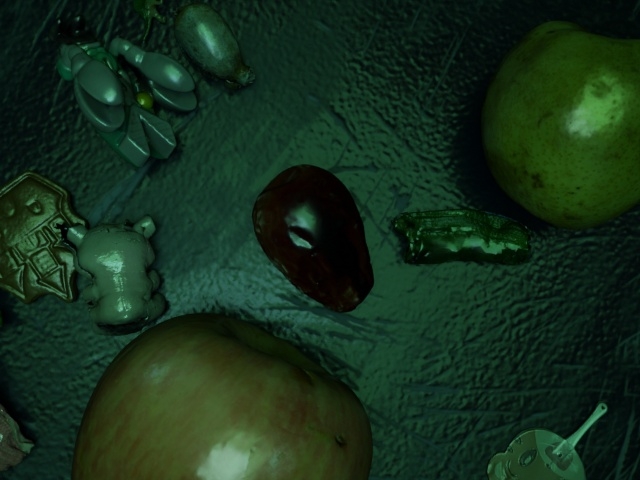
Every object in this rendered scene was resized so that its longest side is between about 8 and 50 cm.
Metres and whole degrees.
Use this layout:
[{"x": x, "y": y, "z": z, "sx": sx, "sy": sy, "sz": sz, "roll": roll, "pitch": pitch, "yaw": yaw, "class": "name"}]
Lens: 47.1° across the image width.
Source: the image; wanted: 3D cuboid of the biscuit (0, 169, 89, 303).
[{"x": -0.452, "y": 0.008, "z": 1.161, "sx": 0.182, "sy": 0.034, "sz": 0.215, "roll": -36, "pitch": 89, "yaw": -3, "class": "biscuit"}]

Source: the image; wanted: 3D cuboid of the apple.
[{"x": -0.140, "y": 0.287, "z": 0.989, "sx": 0.391, "sy": 0.391, "sz": 0.346, "roll": 32, "pitch": 89, "yaw": 0, "class": "apple"}]

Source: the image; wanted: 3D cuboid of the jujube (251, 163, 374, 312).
[{"x": 0.000, "y": 0.000, "z": 1.124, "sx": 0.168, "sy": 0.168, "sz": 0.236, "roll": -36, "pitch": 106, "yaw": -4, "class": "jujube"}]

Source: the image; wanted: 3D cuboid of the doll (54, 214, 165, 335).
[{"x": -0.315, "y": 0.051, "z": 1.131, "sx": 0.149, "sy": 0.095, "sz": 0.192, "roll": -13, "pitch": 85, "yaw": -13, "class": "doll"}]

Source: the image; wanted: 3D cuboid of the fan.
[{"x": 0.388, "y": 0.348, "z": 1.190, "sx": 0.227, "sy": 0.008, "sz": 0.152, "roll": -45, "pitch": 89, "yaw": -3, "class": "fan"}]

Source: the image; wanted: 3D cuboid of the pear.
[{"x": 0.386, "y": -0.165, "z": 1.080, "sx": 0.304, "sy": 0.304, "sz": 0.304, "roll": 0, "pitch": 87, "yaw": -2, "class": "pear"}]

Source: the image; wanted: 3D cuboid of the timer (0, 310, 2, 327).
[{"x": -0.548, "y": 0.109, "z": 1.125, "sx": 0.136, "sy": 0.099, "sz": 0.136, "roll": -1, "pitch": 98, "yaw": -9, "class": "timer"}]

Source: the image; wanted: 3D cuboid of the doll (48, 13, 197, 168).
[{"x": -0.318, "y": -0.233, "z": 1.116, "sx": 0.258, "sy": 0.153, "sz": 0.195, "roll": 34, "pitch": 50, "yaw": -12, "class": "doll"}]

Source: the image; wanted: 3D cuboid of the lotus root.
[{"x": -0.173, "y": -0.307, "z": 1.168, "sx": 0.088, "sy": 0.088, "sz": 0.165, "roll": -38, "pitch": 99, "yaw": -4, "class": "lotus root"}]

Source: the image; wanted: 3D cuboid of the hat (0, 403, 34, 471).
[{"x": -0.596, "y": 0.253, "z": 1.105, "sx": 0.237, "sy": 0.107, "sz": 0.286, "roll": -22, "pitch": 112, "yaw": -4, "class": "hat"}]

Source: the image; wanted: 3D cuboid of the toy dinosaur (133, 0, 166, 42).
[{"x": -0.281, "y": -0.380, "z": 1.197, "sx": 0.060, "sy": 0.029, "sz": 0.119, "roll": 13, "pitch": 92, "yaw": 14, "class": "toy dinosaur"}]

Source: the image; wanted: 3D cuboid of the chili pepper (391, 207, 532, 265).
[{"x": 0.224, "y": -0.004, "z": 1.176, "sx": 0.224, "sy": 0.061, "sz": 0.098, "roll": 3, "pitch": 73, "yaw": 1, "class": "chili pepper"}]
